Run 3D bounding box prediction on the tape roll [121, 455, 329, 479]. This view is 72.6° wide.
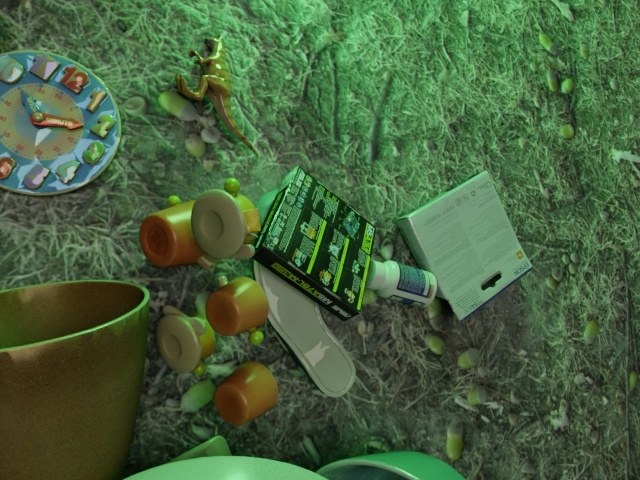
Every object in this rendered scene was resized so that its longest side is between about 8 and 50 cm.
[{"bbox_3d":[-0.112,0.413,0.483,0.392,0.072,0.391,-2,110,-6],"label":"tape roll"}]

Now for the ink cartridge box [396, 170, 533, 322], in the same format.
[{"bbox_3d":[0.284,0.009,0.845,0.223,0.045,0.224,-28,94,-22],"label":"ink cartridge box"}]

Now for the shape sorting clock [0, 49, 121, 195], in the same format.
[{"bbox_3d":[-0.390,-0.164,0.604,0.206,0.040,0.206,3,81,-21],"label":"shape sorting clock"}]

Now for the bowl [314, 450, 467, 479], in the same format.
[{"bbox_3d":[0.126,0.431,0.610,0.163,0.312,0.311,-4,83,-56],"label":"bowl"}]

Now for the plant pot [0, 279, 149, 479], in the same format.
[{"bbox_3d":[-0.313,0.197,0.499,0.237,0.237,0.254,-5,100,-22],"label":"plant pot"}]

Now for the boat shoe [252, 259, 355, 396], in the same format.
[{"bbox_3d":[-0.034,0.127,0.684,0.095,0.079,0.254,-38,99,-25],"label":"boat shoe"}]

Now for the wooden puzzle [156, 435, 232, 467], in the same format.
[{"bbox_3d":[-0.203,0.424,0.591,0.239,0.044,0.220,-22,90,-23],"label":"wooden puzzle"}]

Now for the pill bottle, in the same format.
[{"bbox_3d":[0.137,0.074,0.766,0.120,0.067,0.067,17,76,-19],"label":"pill bottle"}]

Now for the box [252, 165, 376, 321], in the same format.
[{"bbox_3d":[0.000,0.000,0.684,0.184,0.045,0.190,38,43,-22],"label":"box"}]

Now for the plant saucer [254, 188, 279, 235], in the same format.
[{"bbox_3d":[-0.055,-0.031,0.729,0.119,0.021,0.119,4,80,-22],"label":"plant saucer"}]

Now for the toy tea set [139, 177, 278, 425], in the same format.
[{"bbox_3d":[-0.135,0.083,0.616,0.124,0.200,0.335,-19,107,-58],"label":"toy tea set"}]

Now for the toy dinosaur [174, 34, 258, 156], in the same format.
[{"bbox_3d":[-0.166,-0.238,0.692,0.112,0.064,0.211,-11,87,-24],"label":"toy dinosaur"}]
